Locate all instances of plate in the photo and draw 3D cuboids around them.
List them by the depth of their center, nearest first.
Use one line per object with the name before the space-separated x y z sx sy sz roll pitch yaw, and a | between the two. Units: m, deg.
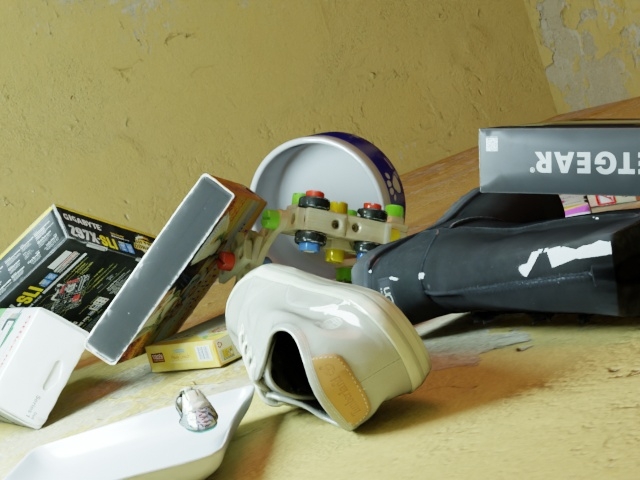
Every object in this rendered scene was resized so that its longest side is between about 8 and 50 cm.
plate | -0.210 0.239 1.495 0.278 0.045 0.277 -17 7 6

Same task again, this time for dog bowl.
dog bowl | 0.012 -0.057 2.469 0.265 0.264 0.104 -15 4 28

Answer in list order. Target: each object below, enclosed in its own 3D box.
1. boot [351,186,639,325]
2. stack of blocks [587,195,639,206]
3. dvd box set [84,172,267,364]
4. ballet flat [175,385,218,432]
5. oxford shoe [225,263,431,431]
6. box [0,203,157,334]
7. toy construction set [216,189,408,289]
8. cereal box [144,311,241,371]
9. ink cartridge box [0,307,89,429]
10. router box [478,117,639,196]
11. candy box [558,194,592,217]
boot | 0.302 0.000 1.681 0.367 0.146 0.445 -29 9 -35
stack of blocks | 0.567 -0.142 2.465 0.297 0.087 0.171 -22 8 -37
dvd box set | -0.212 0.043 2.189 0.307 0.062 0.420 -54 -4 2
ballet flat | -0.134 0.174 1.472 0.041 0.041 0.114 -19 7 -11
oxford shoe | -0.033 0.123 1.561 0.130 0.169 0.449 -38 14 -17
box | -0.439 0.092 2.295 0.322 0.079 0.257 -42 -33 19
toy construction set | 0.000 0.000 2.219 0.328 0.151 0.215 -6 -2 -28
cereal box | -0.123 0.137 2.143 0.240 0.047 0.173 -22 7 -41
ink cartridge box | -0.447 0.186 2.086 0.219 0.093 0.160 -8 52 61
router box | 0.378 -0.101 1.655 0.309 0.081 0.243 3 9 35
candy box | 0.333 -0.019 2.122 0.159 0.071 0.233 -16 7 10
